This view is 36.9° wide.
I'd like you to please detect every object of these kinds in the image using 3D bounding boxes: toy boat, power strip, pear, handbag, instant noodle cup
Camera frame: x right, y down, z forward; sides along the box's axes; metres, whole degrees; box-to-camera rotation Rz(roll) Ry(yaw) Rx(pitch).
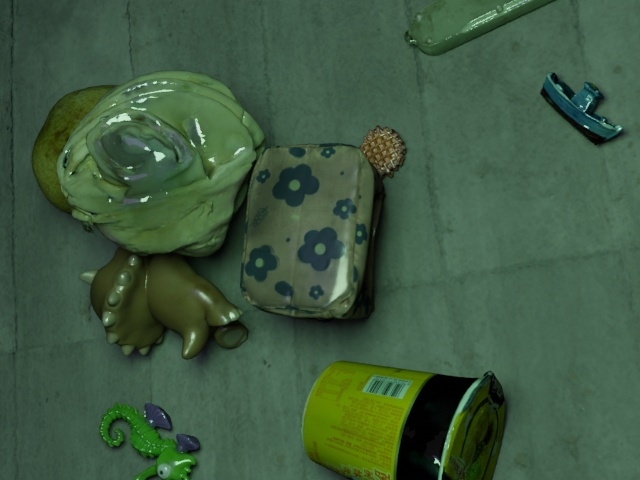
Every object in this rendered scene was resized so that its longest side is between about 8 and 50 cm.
[{"bbox_3d":[0.380,-0.196,1.386,0.061,0.060,0.137,-50,61,25],"label":"toy boat"},{"bbox_3d":[0.263,-0.368,1.477,0.286,0.048,0.080,-25,68,12],"label":"power strip"},{"bbox_3d":[-0.346,-0.139,1.556,0.211,0.188,0.228,24,85,33],"label":"pear"},{"bbox_3d":[0.000,0.000,1.401,0.190,0.193,0.251,1,77,21],"label":"handbag"},{"bbox_3d":[0.109,0.259,1.304,0.236,0.215,0.215,12,81,29],"label":"instant noodle cup"}]

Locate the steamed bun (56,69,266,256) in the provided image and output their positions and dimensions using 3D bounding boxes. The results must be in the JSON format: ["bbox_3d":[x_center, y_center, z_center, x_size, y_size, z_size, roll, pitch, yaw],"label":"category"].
[{"bbox_3d":[-0.229,-0.120,1.363,0.268,0.207,0.280,26,81,-2],"label":"steamed bun"}]

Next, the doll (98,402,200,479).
[{"bbox_3d":[-0.269,0.319,1.494,0.190,0.050,0.115,36,83,25],"label":"doll"}]

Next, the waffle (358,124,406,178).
[{"bbox_3d":[0.094,-0.135,1.489,0.075,0.029,0.083,25,89,26],"label":"waffle"}]

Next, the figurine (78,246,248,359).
[{"bbox_3d":[-0.255,0.105,1.472,0.173,0.177,0.247,-41,74,-15],"label":"figurine"}]
